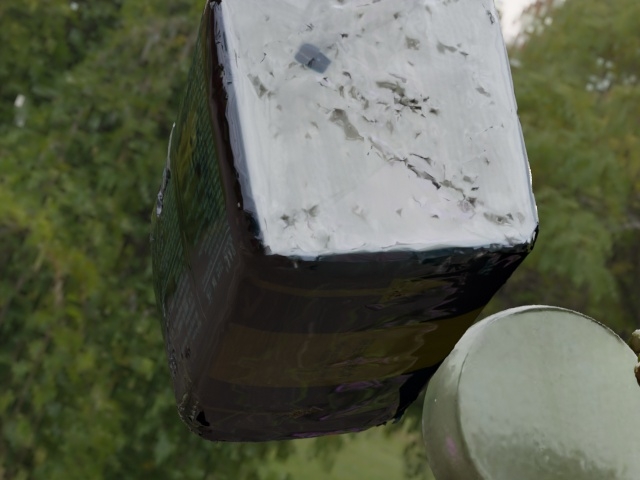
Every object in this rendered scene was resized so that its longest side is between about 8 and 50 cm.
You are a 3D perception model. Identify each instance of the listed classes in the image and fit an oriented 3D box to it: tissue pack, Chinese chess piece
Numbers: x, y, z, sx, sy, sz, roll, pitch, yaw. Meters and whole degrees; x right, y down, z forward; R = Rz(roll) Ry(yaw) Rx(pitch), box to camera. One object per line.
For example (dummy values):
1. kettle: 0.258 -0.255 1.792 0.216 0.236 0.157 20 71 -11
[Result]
1. tissue pack: 0.001 -0.019 1.233 0.253 0.264 0.416 -5 -25 -14
2. Chinese chess piece: 0.227 0.191 1.497 0.250 0.250 0.101 23 -25 -10

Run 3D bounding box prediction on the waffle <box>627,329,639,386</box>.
1. waffle: 0.393 0.138 1.285 0.243 0.059 0.238 -9 -51 38
